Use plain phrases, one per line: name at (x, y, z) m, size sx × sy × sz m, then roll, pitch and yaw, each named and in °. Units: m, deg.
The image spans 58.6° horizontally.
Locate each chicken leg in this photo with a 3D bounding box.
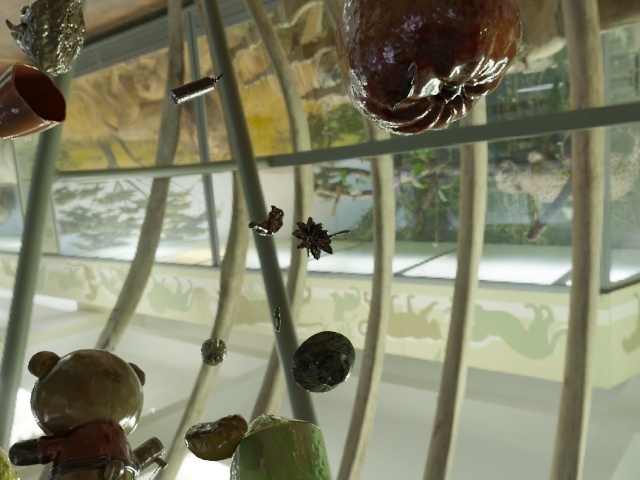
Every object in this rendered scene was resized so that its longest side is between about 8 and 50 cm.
chicken leg at (-0.176, -0.059, 1.901) m, size 0.053 × 0.093 × 0.205 m, roll 5°, pitch -152°, yaw 19°

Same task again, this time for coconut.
coconut at (-0.114, 0.631, 1.583) m, size 0.281 × 0.329 × 0.328 m, roll -20°, pitch -174°, yaw 3°

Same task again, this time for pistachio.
pistachio at (-0.258, 0.507, 1.458) m, size 0.189 × 0.110 × 0.100 m, roll -20°, pitch 137°, yaw 18°

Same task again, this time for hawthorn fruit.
hawthorn fruit at (0.203, -0.445, 1.236) m, size 0.402 × 0.403 × 0.403 m, roll -4°, pitch -173°, yaw 1°

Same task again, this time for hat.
hat at (0.036, 0.461, 2.083) m, size 0.265 × 0.266 × 0.128 m, roll -7°, pitch -170°, yaw -23°

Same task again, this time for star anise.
star anise at (0.001, 0.002, 2.120) m, size 0.234 × 0.177 × 0.073 m, roll 22°, pitch -143°, yaw 27°

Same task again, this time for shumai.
shumai at (-0.730, -0.563, 1.485) m, size 0.185 × 0.218 × 0.184 m, roll 19°, pitch -141°, yaw 1°

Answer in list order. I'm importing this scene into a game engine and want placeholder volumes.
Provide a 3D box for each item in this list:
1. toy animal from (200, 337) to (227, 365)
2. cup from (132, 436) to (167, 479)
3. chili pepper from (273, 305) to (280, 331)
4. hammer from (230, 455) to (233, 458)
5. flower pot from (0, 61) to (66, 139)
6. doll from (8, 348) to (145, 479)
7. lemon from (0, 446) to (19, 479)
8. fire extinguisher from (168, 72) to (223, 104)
toy animal at (-0.376, 0.376, 2.017) m, size 0.098 × 0.137 × 0.098 m, roll 7°, pitch -152°, yaw -4°
cup at (-0.535, 0.677, 1.760) m, size 0.074 × 0.102 × 0.099 m, roll -25°, pitch -179°, yaw 43°
chili pepper at (-0.136, 0.249, 1.824) m, size 0.022 × 0.083 × 0.027 m, roll -13°, pitch 164°, yaw 36°
hammer at (-0.297, 0.728, 1.958) m, size 0.083 × 0.043 × 0.043 m, roll 10°, pitch 179°, yaw -27°
flower pot at (-0.850, -0.378, 1.616) m, size 0.173 × 0.191 × 0.190 m, roll -25°, pitch 180°, yaw 19°
doll at (-0.404, 0.338, 0.990) m, size 0.235 × 0.330 × 0.174 m, roll 20°, pitch 129°, yaw -39°
lemon at (-1.085, 0.753, 1.656) m, size 0.387 × 0.350 × 0.349 m, roll -5°, pitch -174°, yaw -38°
fire extinguisher at (-0.344, -0.414, 1.572) m, size 0.157 × 0.045 × 0.078 m, roll -34°, pitch 179°, yaw -33°
